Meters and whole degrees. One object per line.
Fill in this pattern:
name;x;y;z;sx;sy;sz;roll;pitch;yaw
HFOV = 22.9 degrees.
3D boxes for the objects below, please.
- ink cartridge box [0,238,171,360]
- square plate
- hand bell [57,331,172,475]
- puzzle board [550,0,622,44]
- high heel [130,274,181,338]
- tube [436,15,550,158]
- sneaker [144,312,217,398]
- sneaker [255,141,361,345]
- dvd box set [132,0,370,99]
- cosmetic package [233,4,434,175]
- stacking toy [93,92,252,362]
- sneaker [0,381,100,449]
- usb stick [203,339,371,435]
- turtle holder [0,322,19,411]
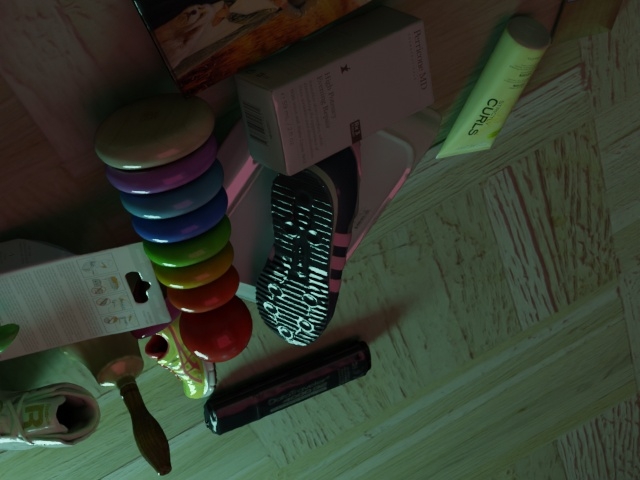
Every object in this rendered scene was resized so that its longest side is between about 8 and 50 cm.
ink cartridge box;-0.319;0.060;1.955;0.232;0.066;0.189;-17;145;-4
square plate;-0.019;-0.057;2.019;0.344;0.049;0.347;21;109;-52
hand bell;-0.248;0.206;2.078;0.126;0.242;0.126;-21;146;-15
puzzle board;0.358;-0.317;2.075;0.096;0.011;0.128;-15;144;-21
high heel;-0.212;0.030;2.009;0.117;0.082;0.244;0;133;-50
tube;0.234;-0.193;2.102;0.070;0.062;0.240;23;137;-4
sneaker;-0.200;0.152;2.210;0.094;0.081;0.208;-15;138;-12
sneaker;0.000;0.000;1.968;0.131;0.112;0.319;-51;163;-40
dvd box set;-0.014;-0.348;1.684;0.420;0.062;0.307;-28;148;-4
cosmetic package;0.019;-0.178;1.847;0.231;0.085;0.117;-29;125;-26
stacking toy;-0.154;-0.002;1.857;0.141;0.141;0.330;-23;121;-13
sneaker;-0.420;0.224;2.037;0.169;0.108;0.292;-14;170;36
usb stick;-0.051;0.227;2.452;0.278;0.045;0.077;-21;139;-15
turtle holder;-0.523;0.165;1.833;0.227;0.243;0.320;36;133;-22
